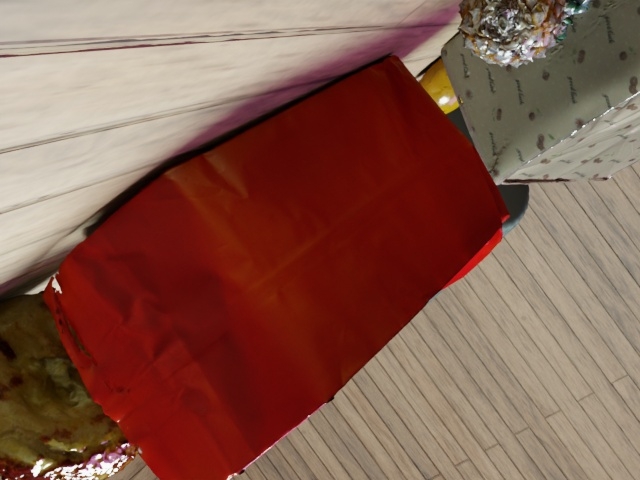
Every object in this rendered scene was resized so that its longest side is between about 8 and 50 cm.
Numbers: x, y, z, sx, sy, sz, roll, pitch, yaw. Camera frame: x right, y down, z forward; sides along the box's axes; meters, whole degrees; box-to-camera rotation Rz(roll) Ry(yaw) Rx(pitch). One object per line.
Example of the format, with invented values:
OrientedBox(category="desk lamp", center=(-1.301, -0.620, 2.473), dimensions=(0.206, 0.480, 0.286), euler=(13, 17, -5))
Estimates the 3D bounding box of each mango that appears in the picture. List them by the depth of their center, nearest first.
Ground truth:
OrientedBox(category="mango", center=(0.168, -0.203, 1.049), dimensions=(0.114, 0.060, 0.080), euler=(-41, -179, 27))

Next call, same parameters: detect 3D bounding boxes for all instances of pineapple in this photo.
OrientedBox(category="pineapple", center=(0.175, -0.196, 0.706), dimensions=(0.103, 0.083, 0.221), euler=(-36, -178, 29))

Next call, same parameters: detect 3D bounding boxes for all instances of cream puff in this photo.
OrientedBox(category="cream puff", center=(-0.186, 0.105, 0.586), dimensions=(0.149, 0.149, 0.084), euler=(-36, 169, -46))

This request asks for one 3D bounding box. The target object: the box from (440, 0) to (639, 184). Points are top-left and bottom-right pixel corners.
OrientedBox(category="box", center=(0.320, -0.203, 0.880), dimensions=(0.225, 0.191, 0.297), euler=(-5, 159, -38))

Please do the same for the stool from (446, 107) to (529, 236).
OrientedBox(category="stool", center=(0.128, -0.043, 1.335), dimensions=(0.297, 0.297, 0.330), euler=(-36, 175, -43))

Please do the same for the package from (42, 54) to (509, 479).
OrientedBox(category="package", center=(0.000, 0.000, 0.658), dimensions=(0.423, 0.196, 0.123), euler=(-34, 174, -46))
